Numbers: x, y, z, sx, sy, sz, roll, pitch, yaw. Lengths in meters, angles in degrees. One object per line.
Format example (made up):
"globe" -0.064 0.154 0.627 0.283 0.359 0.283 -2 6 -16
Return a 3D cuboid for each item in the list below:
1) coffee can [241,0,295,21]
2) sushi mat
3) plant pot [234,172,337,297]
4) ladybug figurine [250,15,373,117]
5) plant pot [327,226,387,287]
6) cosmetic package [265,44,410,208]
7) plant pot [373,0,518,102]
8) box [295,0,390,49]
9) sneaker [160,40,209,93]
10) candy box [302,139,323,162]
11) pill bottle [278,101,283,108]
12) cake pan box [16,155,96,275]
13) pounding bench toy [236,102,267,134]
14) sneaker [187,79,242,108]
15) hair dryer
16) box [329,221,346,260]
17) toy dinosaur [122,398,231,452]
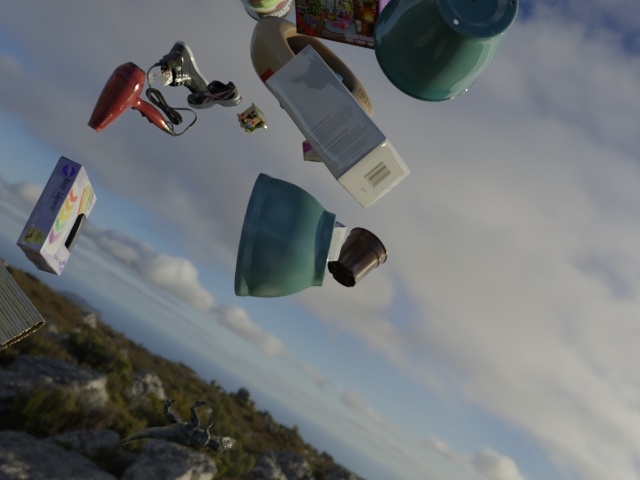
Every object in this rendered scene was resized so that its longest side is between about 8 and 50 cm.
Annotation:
"coffee can" -0.196 -0.870 2.235 0.202 0.201 0.275 30 4 5
"sushi mat" -0.691 0.105 1.328 0.316 0.151 0.019 40 -35 29
"plant pot" -0.071 0.005 1.550 0.196 0.293 0.293 12 -13 1
"ladybug figurine" -0.034 -0.478 2.005 0.449 0.305 0.162 39 -55 -13
"plant pot" 0.120 0.067 2.343 0.167 0.165 0.167 33 -32 24
"cosmetic package" 0.041 -0.279 1.628 0.365 0.155 0.197 55 9 31
"plant pot" 0.280 -0.465 1.416 0.272 0.271 0.255 33 -13 -8
"box" 0.053 -0.611 1.695 0.293 0.057 0.201 24 -51 37
"sneaker" -0.544 -0.634 2.673 0.105 0.147 0.295 12 -37 35
"candy box" 0.059 -0.336 2.282 0.159 0.233 0.071 8 -60 24
"pill bottle" -0.120 -0.531 2.313 0.078 0.078 0.137 24 -33 32
"cake pan box" -0.668 -0.053 1.706 0.070 0.245 0.267 23 -20 -4
"pounding bench toy" -0.191 -0.329 1.868 0.052 0.065 0.083 42 18 -51
"sneaker" -0.330 -0.457 2.052 0.178 0.072 0.077 -2 -54 17
"hair dryer" -0.447 -0.341 1.679 0.080 0.294 0.223 28 -47 49
"box" 0.000 0.000 2.175 0.137 0.126 0.072 -2 25 -39
"toy dinosaur" -0.335 0.449 1.622 0.268 0.118 0.064 12 -23 -19
